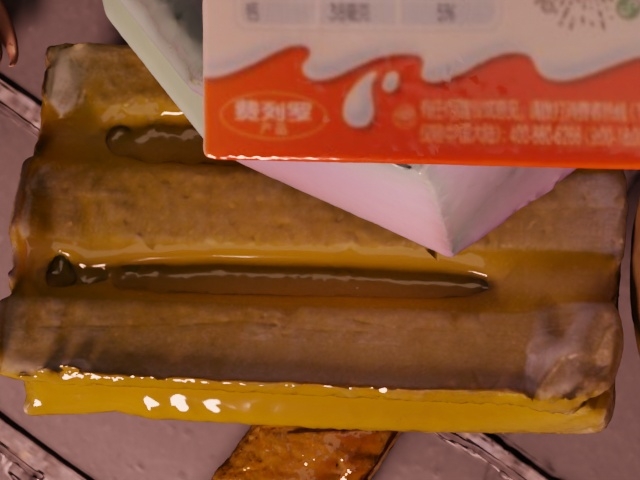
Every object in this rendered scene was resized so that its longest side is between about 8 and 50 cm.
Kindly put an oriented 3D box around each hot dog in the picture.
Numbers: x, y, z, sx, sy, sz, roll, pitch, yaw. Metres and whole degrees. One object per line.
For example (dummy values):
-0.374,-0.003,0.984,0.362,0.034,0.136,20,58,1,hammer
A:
-0.018,0.133,0.993,0.088,0.061,0.286,32,100,14,hot dog

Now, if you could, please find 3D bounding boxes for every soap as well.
-0.008,-0.144,0.879,0.193,0.109,0.324,-35,67,-11,soap
0.000,0.000,0.920,0.315,0.091,0.199,1,66,8,soap

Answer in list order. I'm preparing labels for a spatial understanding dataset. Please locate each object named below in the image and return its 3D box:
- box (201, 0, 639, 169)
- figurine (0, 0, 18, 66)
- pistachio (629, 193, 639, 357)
0.092,-0.156,0.597,0.273,0.048,0.265,3,100,15,box
-0.250,-0.094,0.988,0.157,0.126,0.114,-13,135,-24,figurine
0.229,0.062,0.855,0.163,0.212,0.260,-12,55,-15,pistachio
